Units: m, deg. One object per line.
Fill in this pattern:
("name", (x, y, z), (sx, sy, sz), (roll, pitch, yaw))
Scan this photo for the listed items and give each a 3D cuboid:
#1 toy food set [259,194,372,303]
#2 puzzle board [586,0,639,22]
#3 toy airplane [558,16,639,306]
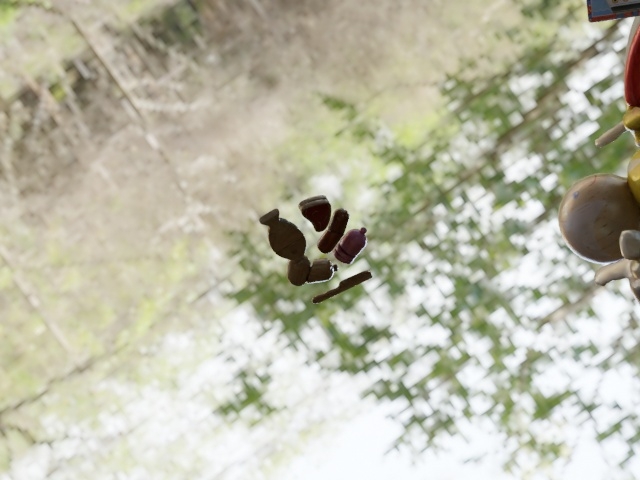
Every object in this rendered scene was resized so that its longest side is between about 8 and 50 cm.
("toy food set", (0.000, 0.000, 1.281), (0.078, 0.122, 0.019), (-25, -132, 0))
("puzzle board", (0.276, -0.235, 1.272), (0.128, 0.096, 0.011), (-6, 179, 26))
("toy airplane", (0.364, -0.020, 1.462), (0.272, 0.384, 0.386), (-12, 162, 17))
